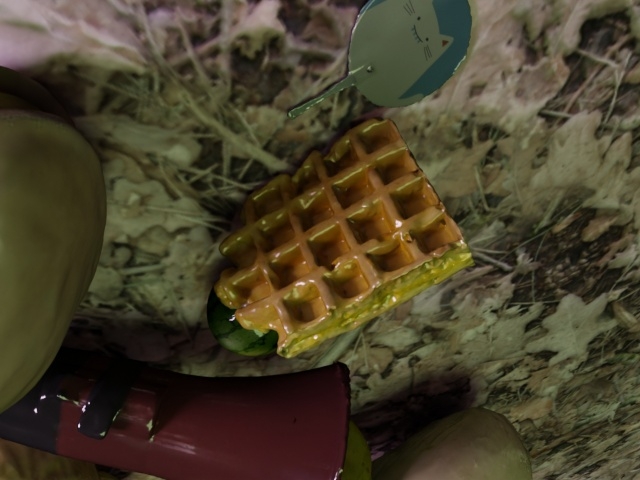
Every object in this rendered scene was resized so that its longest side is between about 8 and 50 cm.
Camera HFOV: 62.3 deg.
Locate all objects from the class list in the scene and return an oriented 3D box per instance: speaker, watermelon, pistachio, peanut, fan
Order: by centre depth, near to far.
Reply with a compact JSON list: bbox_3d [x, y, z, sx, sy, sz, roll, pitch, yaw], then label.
[{"bbox_3d":[-0.246,0.024,0.381,0.197,0.166,0.288,2,130,-55],"label":"pistachio"},{"bbox_3d":[0.048,-0.148,0.446,0.175,0.005,0.113,-30,136,4],"label":"fan"},{"bbox_3d":[-0.062,0.066,0.540,0.109,0.109,0.109,-12,134,-12],"label":"watermelon"},{"bbox_3d":[-0.145,0.191,0.585,0.330,0.259,0.198,14,85,1],"label":"speaker"},{"bbox_3d":[-0.326,0.328,0.647,0.147,0.147,0.305,-17,139,-7],"label":"peanut"}]

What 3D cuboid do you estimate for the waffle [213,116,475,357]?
[{"bbox_3d":[0.000,0.000,0.461,0.211,0.160,0.055,-28,145,9],"label":"waffle"}]

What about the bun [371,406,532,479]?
[{"bbox_3d":[0.182,0.424,0.840,0.326,0.234,0.362,0,137,-47],"label":"bun"}]

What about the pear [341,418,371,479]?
[{"bbox_3d":[-0.024,0.315,0.725,0.198,0.198,0.198,-12,134,-12],"label":"pear"}]
